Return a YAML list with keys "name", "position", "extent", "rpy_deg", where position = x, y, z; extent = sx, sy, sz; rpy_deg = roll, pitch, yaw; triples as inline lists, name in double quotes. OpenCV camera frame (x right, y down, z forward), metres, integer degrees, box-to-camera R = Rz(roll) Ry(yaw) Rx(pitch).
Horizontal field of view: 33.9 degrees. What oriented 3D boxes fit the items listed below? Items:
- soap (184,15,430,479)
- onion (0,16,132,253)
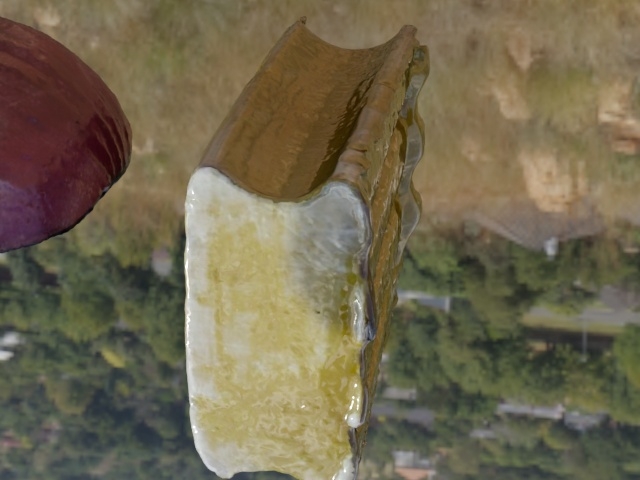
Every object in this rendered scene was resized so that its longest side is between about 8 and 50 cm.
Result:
- name: "soap"
  position: [0.000, 0.000, 0.896]
  extent: [0.156, 0.335, 0.294]
  rpy_deg: [9, 122, 7]
- name: "onion"
  position: [-0.282, -0.107, 0.824]
  extent: [0.250, 0.247, 0.111]
  rpy_deg: [20, 127, 5]
